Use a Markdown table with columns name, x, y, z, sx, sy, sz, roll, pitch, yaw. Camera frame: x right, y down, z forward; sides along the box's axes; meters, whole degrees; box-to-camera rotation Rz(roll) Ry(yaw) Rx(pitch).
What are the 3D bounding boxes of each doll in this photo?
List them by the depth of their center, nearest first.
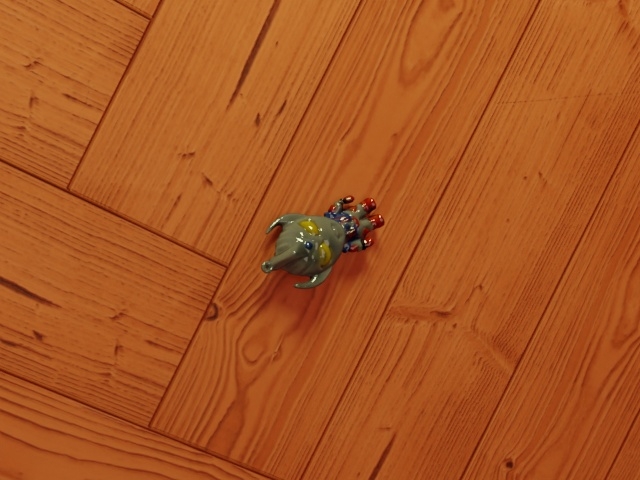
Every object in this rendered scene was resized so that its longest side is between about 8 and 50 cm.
| name | x | y | z | sx | sy | sz | roll | pitch | yaw |
| --- | --- | --- | --- | --- | --- | --- | --- | --- | --- |
| doll | 0.001 | 0.001 | 1.753 | 0.194 | 0.062 | 0.104 | -27 | 110 | -22 |
